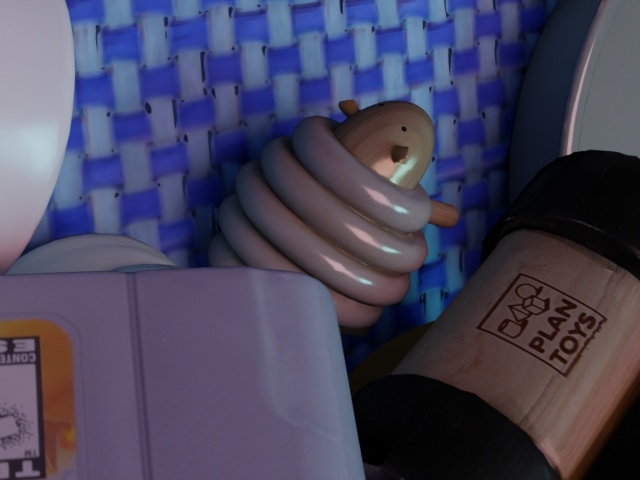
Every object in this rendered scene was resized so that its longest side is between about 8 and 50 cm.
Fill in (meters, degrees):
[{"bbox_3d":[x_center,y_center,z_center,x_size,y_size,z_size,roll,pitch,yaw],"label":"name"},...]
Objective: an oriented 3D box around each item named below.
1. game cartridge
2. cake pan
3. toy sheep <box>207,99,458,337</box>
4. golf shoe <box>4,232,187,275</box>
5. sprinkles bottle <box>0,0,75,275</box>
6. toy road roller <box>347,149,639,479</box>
[{"bbox_3d":[-0.128,0.101,0.382,0.297,0.198,0.062,-3,138,-11],"label":"game cartridge"},{"bbox_3d":[0.202,-0.037,0.804,0.293,0.054,0.293,-7,101,-40],"label":"cake pan"},{"bbox_3d":[0.000,0.000,0.614,0.091,0.091,0.132,23,106,-41],"label":"toy sheep"},{"bbox_3d":[-0.082,0.152,0.527,0.115,0.140,0.306,12,90,-43],"label":"golf shoe"},{"bbox_3d":[-0.236,-0.063,0.371,0.355,0.121,0.121,12,89,-41],"label":"sprinkles bottle"},{"bbox_3d":[0.147,0.143,0.622,0.202,0.329,0.241,-47,157,-37],"label":"toy road roller"}]
